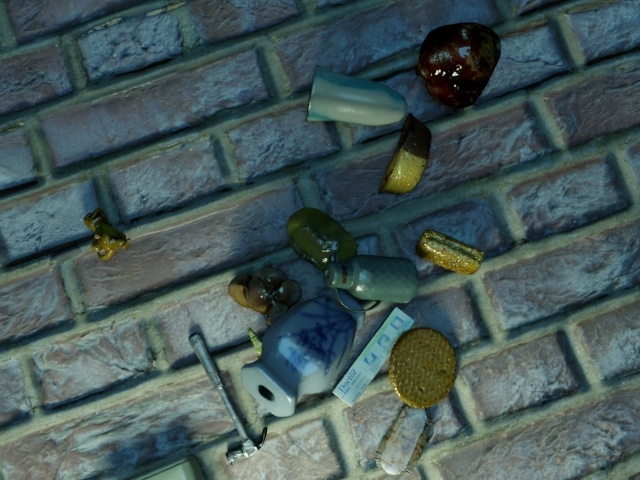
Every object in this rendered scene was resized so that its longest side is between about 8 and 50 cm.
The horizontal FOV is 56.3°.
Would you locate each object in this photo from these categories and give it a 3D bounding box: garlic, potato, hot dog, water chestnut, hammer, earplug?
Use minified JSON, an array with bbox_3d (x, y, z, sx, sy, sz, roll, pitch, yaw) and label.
[{"bbox_3d":[-0.168,0.158,1.882,0.214,0.191,0.160,37,60,16],"label":"garlic"},{"bbox_3d":[0.000,0.000,1.901,0.248,0.143,0.169,43,71,7],"label":"potato"},{"bbox_3d":[0.264,0.613,1.861,0.131,0.069,0.252,25,81,13],"label":"hot dog"},{"bbox_3d":[0.432,-0.573,1.920,0.244,0.289,0.289,33,84,15],"label":"water chestnut"},{"bbox_3d":[-0.316,0.489,1.894,0.152,0.044,0.426,-31,83,-4],"label":"hammer"},{"bbox_3d":[0.124,-0.448,1.955,0.324,0.185,0.184,10,83,-5],"label":"earplug"}]

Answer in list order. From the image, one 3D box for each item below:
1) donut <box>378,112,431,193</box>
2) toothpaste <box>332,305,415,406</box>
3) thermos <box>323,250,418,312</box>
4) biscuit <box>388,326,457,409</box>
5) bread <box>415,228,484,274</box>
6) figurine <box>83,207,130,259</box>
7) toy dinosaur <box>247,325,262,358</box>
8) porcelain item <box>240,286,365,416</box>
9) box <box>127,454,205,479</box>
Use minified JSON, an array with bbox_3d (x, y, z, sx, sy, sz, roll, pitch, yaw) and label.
[{"bbox_3d":[0.294,-0.282,1.938,0.113,0.151,0.294,20,83,-7],"label":"donut"},{"bbox_3d":[0.167,0.363,1.892,0.081,0.067,0.336,37,85,4],"label":"toothpaste"},{"bbox_3d":[0.148,0.130,1.829,0.287,0.145,0.182,4,77,-26],"label":"thermos"},{"bbox_3d":[0.318,0.393,1.860,0.254,0.035,0.253,4,81,-24],"label":"biscuit"},{"bbox_3d":[0.410,0.040,1.911,0.211,0.114,0.083,21,67,4],"label":"bread"},{"bbox_3d":[-0.713,-0.016,1.947,0.176,0.121,0.122,49,113,19],"label":"figurine"},{"bbox_3d":[-0.156,0.381,1.861,0.094,0.153,0.259,-31,75,-5],"label":"toy dinosaur"},{"bbox_3d":[-0.037,0.312,1.764,0.243,0.178,0.405,42,51,6],"label":"porcelain item"},{"bbox_3d":[-0.483,0.782,1.801,0.312,0.175,0.182,-22,75,-2],"label":"box"}]
